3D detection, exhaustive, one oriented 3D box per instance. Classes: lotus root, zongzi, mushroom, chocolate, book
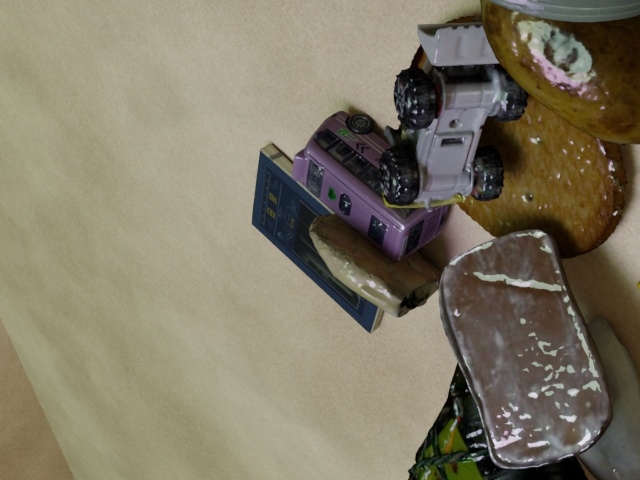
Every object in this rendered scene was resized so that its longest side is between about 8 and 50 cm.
[{"bbox_3d":[0.241,-0.180,1.031,0.314,0.169,0.141,32,119,-6],"label":"lotus root"},{"bbox_3d":[0.244,0.354,1.442,0.383,0.319,0.362,95,158,-44],"label":"zongzi"},{"bbox_3d":[0.354,0.230,1.392,0.118,0.103,0.270,-27,103,16],"label":"mushroom"},{"bbox_3d":[0.238,0.122,1.325,0.157,0.080,0.254,-23,79,27],"label":"chocolate"},{"bbox_3d":[0.000,0.000,1.743,0.269,0.025,0.191,42,149,20],"label":"book"}]

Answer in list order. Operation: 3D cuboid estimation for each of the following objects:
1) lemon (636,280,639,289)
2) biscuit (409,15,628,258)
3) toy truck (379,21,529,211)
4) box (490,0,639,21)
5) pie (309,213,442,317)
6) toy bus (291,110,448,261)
[{"bbox_3d":[0.373,0.074,1.242,0.092,0.065,0.065,46,150,9],"label":"lemon"},{"bbox_3d":[0.214,-0.111,1.302,0.305,0.038,0.305,38,148,28],"label":"biscuit"},{"bbox_3d":[0.133,-0.135,1.226,0.286,0.136,0.111,102,158,-49],"label":"toy truck"},{"bbox_3d":[0.204,-0.297,0.925,0.226,0.226,0.149,37,146,28],"label":"box"},{"bbox_3d":[0.068,0.022,1.519,0.185,0.218,0.052,42,112,16],"label":"pie"},{"bbox_3d":[0.062,-0.069,1.494,0.199,0.108,0.096,40,148,23],"label":"toy bus"}]
